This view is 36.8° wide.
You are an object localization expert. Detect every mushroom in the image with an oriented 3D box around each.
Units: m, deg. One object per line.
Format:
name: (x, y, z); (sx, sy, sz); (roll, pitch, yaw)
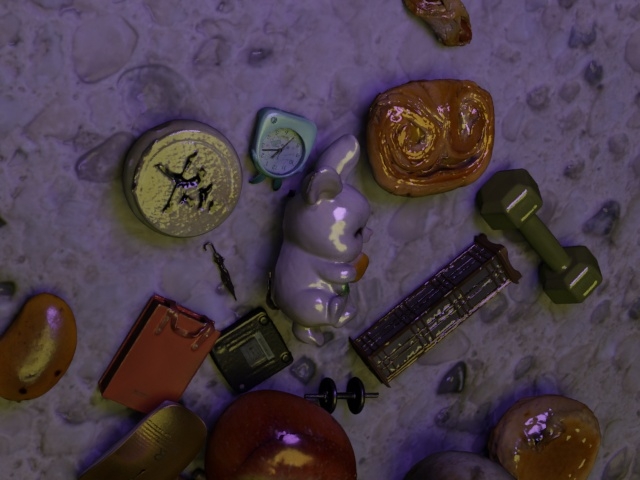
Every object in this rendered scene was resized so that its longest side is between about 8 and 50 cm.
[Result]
mushroom: (0.277, 0.557, 1.791); (0.260, 0.352, 0.352); (-27, 116, -24)

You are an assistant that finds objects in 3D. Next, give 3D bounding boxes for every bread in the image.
bread: (0.438, 0.414, 1.934); (0.244, 0.134, 0.244); (-6, 107, -21)
bread: (0.183, -0.173, 1.630); (0.236, 0.120, 0.198); (-11, 110, -18)

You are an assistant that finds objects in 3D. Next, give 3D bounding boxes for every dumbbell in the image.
dumbbell: (0.039, 0.284, 1.757); (0.147, 0.069, 0.069); (4, 106, -22)
dumbbell: (0.409, -0.003, 1.789); (0.121, 0.108, 0.302); (-46, 118, -1)

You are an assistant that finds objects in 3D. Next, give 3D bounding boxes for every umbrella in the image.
umbrella: (-0.163, 0.052, 1.625); (0.022, 0.013, 0.122); (-26, 117, 1)

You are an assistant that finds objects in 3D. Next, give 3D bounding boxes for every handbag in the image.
handbag: (-0.267, 0.195, 1.607); (0.127, 0.063, 0.190); (30, 97, -28)

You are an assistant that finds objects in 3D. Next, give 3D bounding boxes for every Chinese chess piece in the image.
Chinese chess piece: (-0.215, -0.097, 1.514); (0.188, 0.083, 0.188); (-6, 107, -21)

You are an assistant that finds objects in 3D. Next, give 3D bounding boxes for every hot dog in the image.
hot dog: (0.204, -0.381, 1.599); (0.169, 0.061, 0.078); (37, 90, -29)

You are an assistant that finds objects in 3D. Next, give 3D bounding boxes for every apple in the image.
apple: (-0.071, 0.386, 1.676); (0.272, 0.206, 0.251); (18, 112, -24)

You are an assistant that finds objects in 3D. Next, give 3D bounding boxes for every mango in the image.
mango: (-0.446, 0.172, 1.511); (0.115, 0.090, 0.178); (37, 83, -21)

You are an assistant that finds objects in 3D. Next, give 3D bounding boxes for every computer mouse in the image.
computer mouse: (-0.302, 0.371, 1.626); (0.245, 0.056, 0.126); (-40, 122, 12)

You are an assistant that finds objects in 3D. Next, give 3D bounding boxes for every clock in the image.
clock: (-0.070, -0.146, 1.580); (0.101, 0.041, 0.135); (15, 103, -26)

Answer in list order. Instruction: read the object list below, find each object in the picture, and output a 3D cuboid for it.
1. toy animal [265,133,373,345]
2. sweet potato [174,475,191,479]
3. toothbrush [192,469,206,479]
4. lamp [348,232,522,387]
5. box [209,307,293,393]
toy animal: (0.002, 0.001, 1.572); (0.154, 0.208, 0.325); (8, 122, 17)
sweet potato: (-0.203, 0.487, 1.720); (0.243, 0.077, 0.077); (39, 91, -23)
toothbrush: (-0.104, 0.515, 1.805); (0.354, 0.024, 0.029); (41, 82, -28)
lamp: (0.210, 0.126, 1.764); (0.325, 0.090, 0.089); (-38, 119, -5)
box: (-0.123, 0.195, 1.684); (0.125, 0.027, 0.126); (-33, 117, -9)
